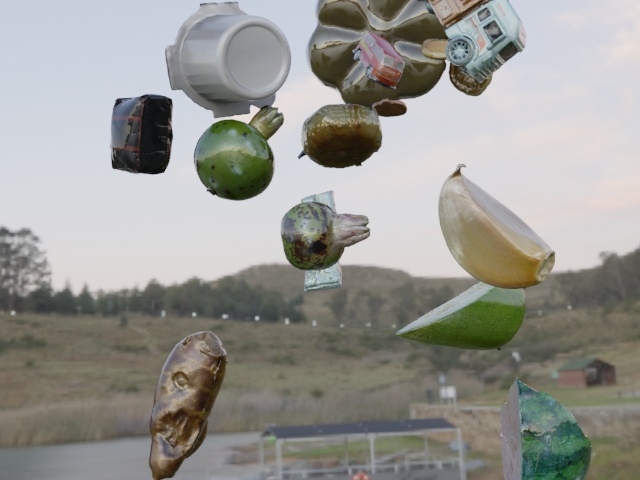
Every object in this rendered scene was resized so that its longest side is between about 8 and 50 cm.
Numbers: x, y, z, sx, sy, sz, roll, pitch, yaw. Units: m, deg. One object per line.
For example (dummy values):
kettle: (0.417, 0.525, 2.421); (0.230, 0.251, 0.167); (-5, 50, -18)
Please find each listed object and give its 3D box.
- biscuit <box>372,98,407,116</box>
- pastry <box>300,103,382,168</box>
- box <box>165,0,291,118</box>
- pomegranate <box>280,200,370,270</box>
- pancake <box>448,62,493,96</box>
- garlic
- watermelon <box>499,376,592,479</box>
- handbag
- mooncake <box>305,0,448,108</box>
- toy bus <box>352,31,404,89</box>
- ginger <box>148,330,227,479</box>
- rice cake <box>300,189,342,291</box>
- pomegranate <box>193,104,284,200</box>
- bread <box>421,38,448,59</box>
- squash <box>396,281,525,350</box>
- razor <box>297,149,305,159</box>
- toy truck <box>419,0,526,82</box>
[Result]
biscuit: (0.176, -0.341, 2.067); (0.091, 0.015, 0.078); (-1, -23, 21)
pastry: (0.051, -0.245, 1.930); (0.193, 0.093, 0.182); (-4, -29, -6)
box: (-0.174, -0.390, 1.828); (0.291, 0.262, 0.206); (42, -11, -29)
pomegranate: (0.003, -0.019, 1.432); (0.163, 0.125, 0.138); (-34, -27, 12)
pancake: (0.453, -0.511, 2.438); (0.158, 0.158, 0.028); (-13, 0, 44)
garlic: (0.297, -0.020, 1.408); (0.145, 0.245, 0.164); (-44, -1, -21)
watermelon: (0.570, 0.531, 1.991); (0.222, 0.319, 0.292); (0, -30, -3)
handbag: (-0.483, -0.285, 2.170); (0.155, 0.215, 0.169); (2, 6, -43)
mooncake: (0.180, -0.627, 2.503); (0.467, 0.466, 0.262); (-3, 10, 5)
toy bus: (0.139, -0.417, 1.866); (0.079, 0.174, 0.077); (21, -64, -26)
ginger: (-0.380, 0.454, 2.291); (0.176, 0.418, 0.254); (16, -3, -2)
rice cake: (0.000, 0.000, 1.793); (0.085, 0.226, 0.040); (-5, -13, 7)
pomegranate: (-0.175, -0.203, 1.826); (0.202, 0.248, 0.202); (40, -5, 5)
bread: (0.324, -0.517, 2.176); (0.110, 0.110, 0.024); (-3, -51, 5)
squash: (0.324, 0.142, 1.801); (0.289, 0.203, 0.111); (15, -12, -29)
razor: (-0.027, -0.268, 2.344); (0.033, 0.066, 0.190); (37, 14, -5)
toy truck: (0.276, -0.465, 1.535); (0.162, 0.305, 0.136); (-30, -10, 20)
